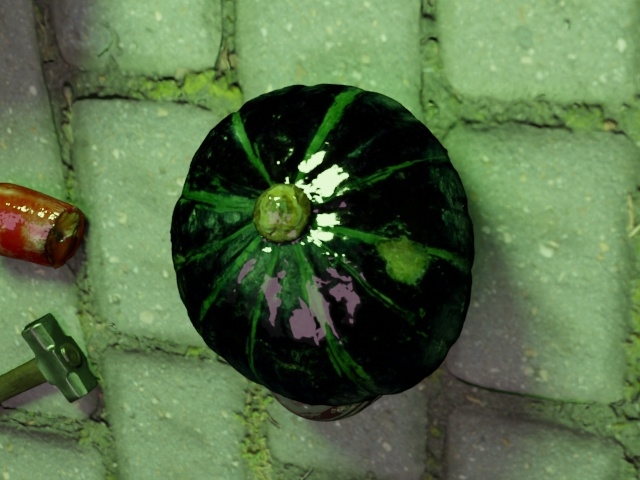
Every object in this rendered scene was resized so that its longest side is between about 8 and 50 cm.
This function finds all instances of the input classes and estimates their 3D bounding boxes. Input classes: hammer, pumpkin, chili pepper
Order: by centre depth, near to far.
[{"bbox_3d":[0.000,0.000,1.085,0.315,0.238,0.315,-2,84,19],"label":"pumpkin"},{"bbox_3d":[-0.377,-0.027,1.350,0.192,0.084,0.086,17,86,12],"label":"chili pepper"},{"bbox_3d":[-0.449,0.206,1.512,0.365,0.043,0.111,-26,102,31],"label":"hammer"}]

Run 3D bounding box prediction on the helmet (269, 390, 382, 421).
[{"bbox_3d":[0.005,0.129,1.247,0.177,0.107,0.153,-39,92,32],"label":"helmet"}]
